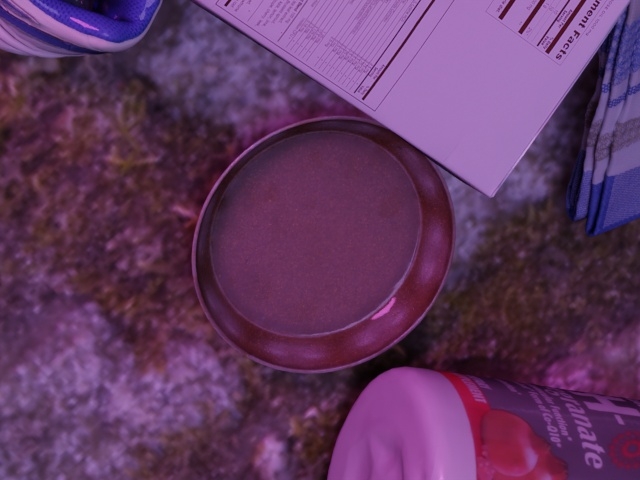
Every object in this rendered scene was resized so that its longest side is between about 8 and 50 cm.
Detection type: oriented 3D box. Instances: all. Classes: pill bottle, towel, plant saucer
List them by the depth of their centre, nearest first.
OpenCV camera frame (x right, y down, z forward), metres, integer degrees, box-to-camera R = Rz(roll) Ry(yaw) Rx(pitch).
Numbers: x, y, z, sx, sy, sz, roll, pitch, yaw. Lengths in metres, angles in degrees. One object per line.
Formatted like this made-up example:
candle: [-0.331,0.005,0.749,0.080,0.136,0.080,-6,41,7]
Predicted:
towel: [0.250,-0.131,1.133,0.209,0.034,0.285,-21,144,-17]
plant saucer: [0.000,0.000,1.167,0.168,0.029,0.168,-7,113,-16]
pill bottle: [0.176,0.186,1.210,0.319,0.176,0.176,10,104,-22]

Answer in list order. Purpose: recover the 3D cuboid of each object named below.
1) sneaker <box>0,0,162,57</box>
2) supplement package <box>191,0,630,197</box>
sneaker: [-0.178,-0.215,0.958,0.112,0.131,0.296,-52,127,-19]
supplement package: [0.026,-0.157,1.034,0.203,0.194,0.149,32,96,-24]
